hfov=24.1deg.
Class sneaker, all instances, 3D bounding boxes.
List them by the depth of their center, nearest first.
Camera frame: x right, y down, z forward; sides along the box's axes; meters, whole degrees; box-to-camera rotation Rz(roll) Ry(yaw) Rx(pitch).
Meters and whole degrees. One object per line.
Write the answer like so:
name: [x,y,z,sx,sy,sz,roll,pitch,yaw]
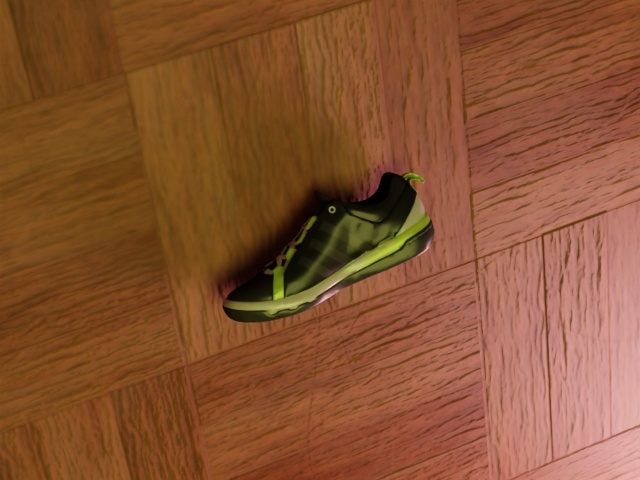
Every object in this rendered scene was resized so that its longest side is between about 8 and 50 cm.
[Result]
sneaker: [0.000,0.000,1.481,0.235,0.084,0.097,-25,103,-13]
